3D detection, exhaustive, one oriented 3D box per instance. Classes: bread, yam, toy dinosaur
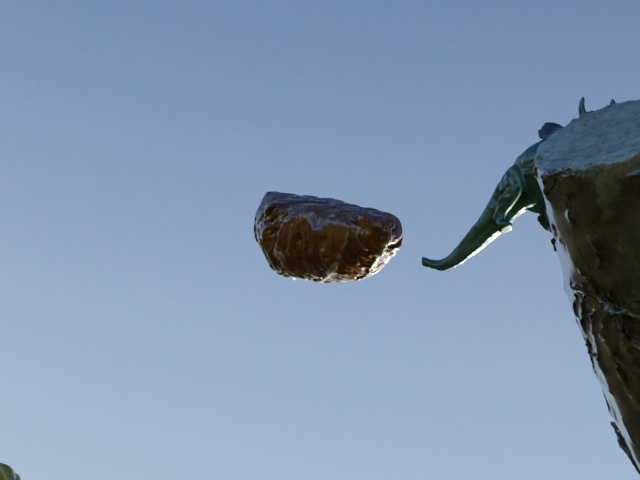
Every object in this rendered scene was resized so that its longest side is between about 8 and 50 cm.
[{"bbox_3d":[0.000,0.000,1.640,0.105,0.076,0.233,0,6,-28],"label":"bread"},{"bbox_3d":[0.322,0.048,1.484,0.241,0.241,0.348,-13,-77,58],"label":"yam"},{"bbox_3d":[0.254,-0.050,2.117,0.079,0.292,0.120,34,6,-47],"label":"toy dinosaur"}]

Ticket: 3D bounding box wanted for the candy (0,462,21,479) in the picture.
[{"bbox_3d":[-0.330,0.332,1.965,0.199,0.094,0.106,59,-4,-38],"label":"candy"}]
